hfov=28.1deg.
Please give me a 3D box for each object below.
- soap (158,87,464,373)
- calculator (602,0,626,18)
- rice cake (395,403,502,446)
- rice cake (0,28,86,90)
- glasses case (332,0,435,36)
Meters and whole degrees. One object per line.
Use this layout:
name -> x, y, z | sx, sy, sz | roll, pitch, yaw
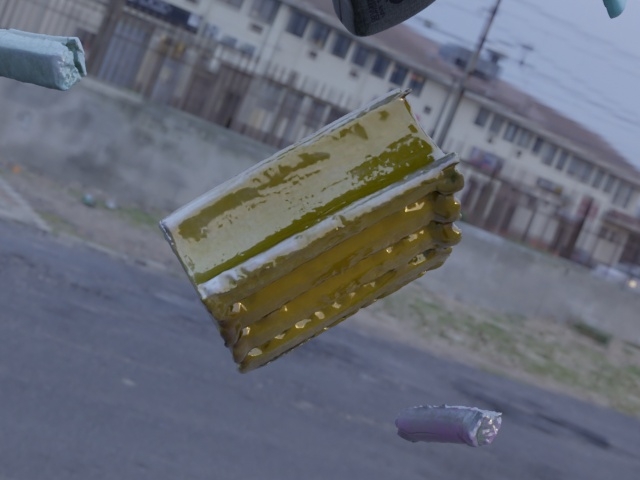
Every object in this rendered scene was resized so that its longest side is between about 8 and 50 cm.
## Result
soap -> 0.000, 0.000, 1.540 | 0.156, 0.335, 0.293 | 58, -5, 19
calculator -> 0.435, -0.519, 1.983 | 0.054, 0.386, 0.256 | -8, -43, 22
rice cake -> 0.163, 0.243, 1.681 | 0.049, 0.055, 0.270 | 14, -10, -16
rice cake -> -0.478, -0.271, 1.824 | 0.336, 0.066, 0.063 | 13, 35, 28
glasses case -> 0.052, -0.352, 1.350 | 0.074, 0.131, 0.323 | 60, -5, 33
